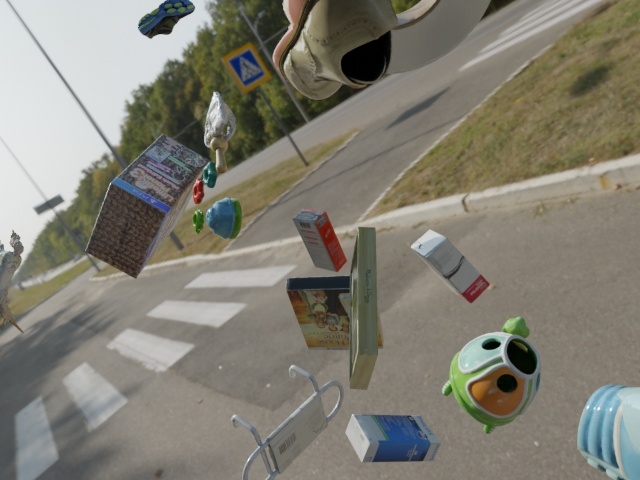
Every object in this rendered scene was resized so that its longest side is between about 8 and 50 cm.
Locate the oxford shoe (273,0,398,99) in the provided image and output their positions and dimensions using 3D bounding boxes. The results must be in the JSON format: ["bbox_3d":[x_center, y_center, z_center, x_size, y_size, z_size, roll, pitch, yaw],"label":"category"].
[{"bbox_3d":[0.022,-0.275,0.860,0.140,0.146,0.397,-37,-2,-4],"label":"oxford shoe"}]

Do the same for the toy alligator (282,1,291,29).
[{"bbox_3d":[0.002,-0.367,1.049,0.056,0.189,0.051,-46,27,-1],"label":"toy alligator"}]

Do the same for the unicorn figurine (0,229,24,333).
[{"bbox_3d":[-0.561,0.069,0.999,0.111,0.162,0.060,26,15,35],"label":"unicorn figurine"}]

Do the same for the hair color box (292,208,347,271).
[{"bbox_3d":[0.000,0.000,1.253,0.072,0.141,0.043,11,47,42],"label":"hair color box"}]

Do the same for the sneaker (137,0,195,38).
[{"bbox_3d":[-0.473,-0.686,1.760,0.188,0.067,0.078,-27,-17,6],"label":"sneaker"}]

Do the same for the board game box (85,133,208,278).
[{"bbox_3d":[-0.433,-0.093,1.447,0.232,0.141,0.291,-55,9,33],"label":"board game box"}]

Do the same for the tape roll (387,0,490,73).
[{"bbox_3d":[0.129,-0.500,1.044,0.392,0.392,0.072,-29,35,20],"label":"tape roll"}]

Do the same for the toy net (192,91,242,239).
[{"bbox_3d":[-0.167,-0.120,0.931,0.045,0.232,0.122,2,5,-31],"label":"toy net"}]

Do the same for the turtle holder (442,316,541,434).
[{"bbox_3d":[0.528,0.374,1.633,0.320,0.243,0.227,-13,-32,-37],"label":"turtle holder"}]

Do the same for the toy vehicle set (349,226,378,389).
[{"bbox_3d":[0.081,0.129,1.094,0.166,0.035,0.267,95,178,-56],"label":"toy vehicle set"}]

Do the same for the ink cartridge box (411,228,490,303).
[{"bbox_3d":[0.279,0.054,1.236,0.063,0.150,0.109,-44,14,1],"label":"ink cartridge box"}]

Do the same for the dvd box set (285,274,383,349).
[{"bbox_3d":[0.064,0.275,2.096,0.307,0.420,0.062,-2,50,10],"label":"dvd box set"}]

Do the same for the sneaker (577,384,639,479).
[{"bbox_3d":[0.449,0.316,0.716,0.127,0.319,0.208,-23,1,-20],"label":"sneaker"}]

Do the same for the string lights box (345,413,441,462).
[{"bbox_3d":[0.225,0.608,1.754,0.133,0.259,0.077,50,126,59],"label":"string lights box"}]

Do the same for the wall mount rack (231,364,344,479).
[{"bbox_3d":[-0.086,0.497,1.438,0.130,0.304,0.350,18,41,40],"label":"wall mount rack"}]
